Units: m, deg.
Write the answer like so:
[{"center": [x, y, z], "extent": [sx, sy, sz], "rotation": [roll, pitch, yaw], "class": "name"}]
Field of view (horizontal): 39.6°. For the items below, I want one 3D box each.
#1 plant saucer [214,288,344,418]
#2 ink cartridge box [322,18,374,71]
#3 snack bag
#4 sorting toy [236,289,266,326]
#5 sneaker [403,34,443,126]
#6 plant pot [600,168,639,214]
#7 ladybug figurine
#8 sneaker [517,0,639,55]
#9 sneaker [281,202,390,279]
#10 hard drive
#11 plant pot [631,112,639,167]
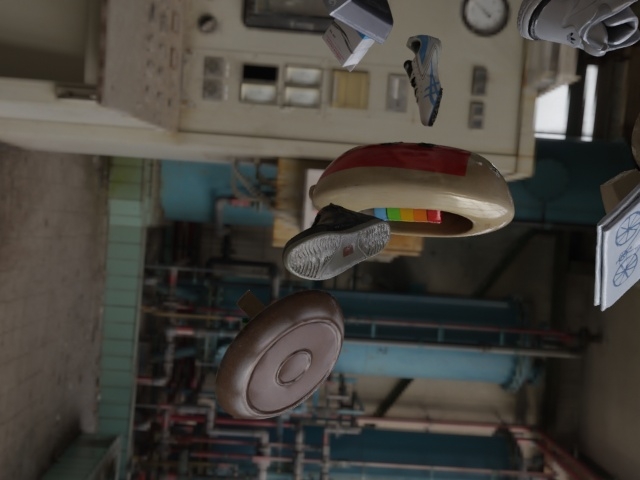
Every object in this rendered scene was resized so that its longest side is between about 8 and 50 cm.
[{"center": [-0.064, 0.237, 1.738], "extent": [0.050, 0.311, 0.310], "rotation": [42, -40, 36], "class": "plant saucer"}, {"center": [0.074, -0.523, 2.287], "extent": [0.104, 0.060, 0.180], "rotation": [56, -42, 13], "class": "ink cartridge box"}, {"center": [0.730, -0.036, 1.966], "extent": [0.037, 0.343, 0.323], "rotation": [41, -17, 36], "class": "snack bag"}, {"center": [-0.145, 0.142, 1.794], "extent": [0.012, 0.062, 0.083], "rotation": [-38, -174, 35], "class": "sorting toy"}, {"center": [0.225, -0.351, 1.957], "extent": [0.085, 0.086, 0.237], "rotation": [94, -2, -62], "class": "sneaker"}, {"center": [0.741, -0.111, 2.144], "extent": [0.096, 0.109, 0.109], "rotation": [58, -6, -2], "class": "plant pot"}, {"center": [0.196, -0.114, 1.934], "extent": [0.305, 0.450, 0.161], "rotation": [62, 33, -72], "class": "ladybug figurine"}, {"center": [0.588, -0.511, 1.804], "extent": [0.366, 0.210, 0.137], "rotation": [-44, 145, -15], "class": "sneaker"}, {"center": [0.000, 0.000, 1.478], "extent": [0.118, 0.222, 0.083], "rotation": [25, -61, 42], "class": "sneaker"}, {"center": [0.040, -0.479, 1.569], "extent": [0.054, 0.172, 0.254], "rotation": [-34, -120, 29], "class": "hard drive"}, {"center": [0.705, -0.126, 1.517], "extent": [0.274, 0.257, 0.256], "rotation": [-95, -171, -53], "class": "plant pot"}]
